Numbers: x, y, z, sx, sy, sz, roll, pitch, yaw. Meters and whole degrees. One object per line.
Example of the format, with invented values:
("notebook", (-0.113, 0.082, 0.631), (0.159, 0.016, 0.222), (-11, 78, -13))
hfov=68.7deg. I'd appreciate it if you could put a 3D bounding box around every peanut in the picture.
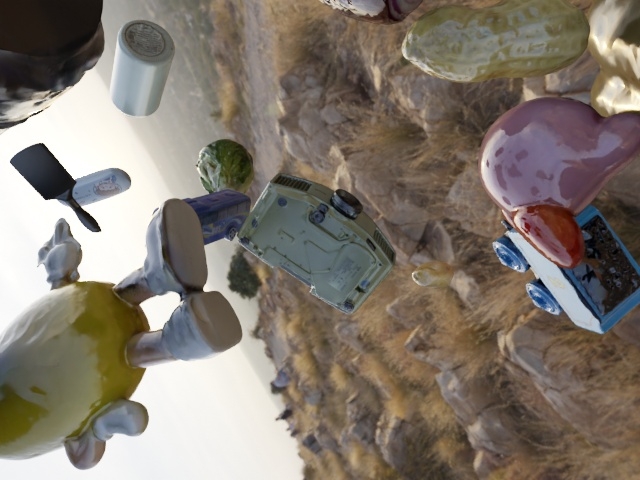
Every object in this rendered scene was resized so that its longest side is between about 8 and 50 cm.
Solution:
("peanut", (0.296, -0.346, 0.814), (0.147, 0.306, 0.146), (-4, -90, -80))

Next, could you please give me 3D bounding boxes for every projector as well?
("projector", (0.000, 0.000, 0.860), (0.270, 0.193, 0.088), (34, -155, -5))

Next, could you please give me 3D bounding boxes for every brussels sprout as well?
("brussels sprout", (-0.252, -0.195, 1.292), (0.183, 0.146, 0.131), (57, 146, 17))

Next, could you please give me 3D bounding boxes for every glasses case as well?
("glasses case", (-0.530, -0.122, 1.094), (0.067, 0.179, 0.045), (64, -170, -57))

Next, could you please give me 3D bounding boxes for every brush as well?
("brush", (-0.455, -0.082, 0.830), (0.016, 0.063, 0.193), (41, 162, 52))

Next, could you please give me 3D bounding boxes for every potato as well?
("potato", (0.225, 0.071, 0.942), (0.062, 0.083, 0.068), (52, 137, 30))

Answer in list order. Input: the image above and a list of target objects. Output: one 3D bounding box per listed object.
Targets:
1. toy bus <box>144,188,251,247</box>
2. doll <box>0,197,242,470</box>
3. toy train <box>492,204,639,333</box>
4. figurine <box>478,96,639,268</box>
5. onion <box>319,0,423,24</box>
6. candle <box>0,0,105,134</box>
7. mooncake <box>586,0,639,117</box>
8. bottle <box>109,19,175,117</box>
("toy bus", (-0.226, -0.038, 0.894), (0.079, 0.236, 0.093), (15, 110, 21))
("doll", (-0.307, 0.120, 0.632), (0.161, 0.424, 0.347), (38, -127, -59))
("toy train", (0.562, 0.044, 1.081), (0.300, 0.188, 0.265), (51, 177, -6))
("figurine", (0.378, -0.124, 0.816), (0.211, 0.261, 0.269), (25, -162, 4))
("onion", (0.082, -0.549, 0.816), (0.260, 0.336, 0.282), (25, 165, 20))
("candle", (-0.359, -0.158, 0.374), (0.221, 0.343, 0.221), (42, -142, -44))
("mooncake", (0.700, -0.336, 0.763), (0.262, 0.468, 0.466), (-83, -26, -58))
("bottle", (-0.374, -0.331, 0.966), (0.104, 0.104, 0.245), (59, 147, 2))
